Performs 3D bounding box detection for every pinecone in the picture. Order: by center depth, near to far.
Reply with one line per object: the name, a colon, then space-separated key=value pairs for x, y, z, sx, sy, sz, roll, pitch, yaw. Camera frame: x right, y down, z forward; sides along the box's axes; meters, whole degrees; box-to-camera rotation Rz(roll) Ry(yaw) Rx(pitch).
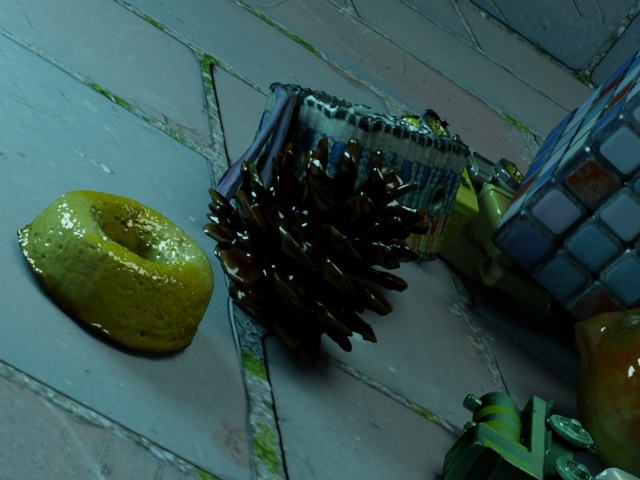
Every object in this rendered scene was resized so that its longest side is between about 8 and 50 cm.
pinecone: x=0.000 y=0.000 z=1.744 sx=0.208 sy=0.208 sz=0.208 roll=34 pitch=17 yaw=-12

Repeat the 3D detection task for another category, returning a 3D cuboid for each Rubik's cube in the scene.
Rubik's cube: x=0.408 y=-0.052 z=2.185 sx=0.292 sy=0.287 sz=0.293 roll=43 pitch=34 yaw=-2

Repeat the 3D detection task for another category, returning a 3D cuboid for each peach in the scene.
peach: x=0.369 y=0.159 z=2.015 sx=0.257 sy=0.232 sz=0.232 roll=41 pitch=17 yaw=16

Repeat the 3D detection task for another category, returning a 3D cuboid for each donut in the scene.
donut: x=-0.156 y=0.017 z=1.596 sx=0.162 sy=0.065 sz=0.178 roll=38 pitch=18 yaw=4

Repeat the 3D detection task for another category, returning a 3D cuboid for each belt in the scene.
belt: x=0.026 y=-0.053 z=1.965 sx=0.207 sy=0.160 sz=0.295 roll=21 pitch=7 yaw=12

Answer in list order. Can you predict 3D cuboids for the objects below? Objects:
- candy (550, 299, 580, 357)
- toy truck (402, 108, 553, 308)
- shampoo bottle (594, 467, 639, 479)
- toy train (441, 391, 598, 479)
candy: x=0.350 y=0.115 z=2.296 sx=0.143 sy=0.101 sz=0.271 roll=22 pitch=27 yaw=-26
toy truck: x=0.172 y=-0.021 z=2.259 sx=0.272 sy=0.124 sz=0.157 roll=28 pitch=29 yaw=-36
shampoo bottle: x=0.347 y=0.333 z=1.748 sx=0.153 sy=0.071 sz=0.284 roll=37 pitch=12 yaw=-46
toy train: x=0.179 y=0.195 z=1.775 sx=0.132 sy=0.083 sz=0.200 roll=32 pitch=16 yaw=-4
